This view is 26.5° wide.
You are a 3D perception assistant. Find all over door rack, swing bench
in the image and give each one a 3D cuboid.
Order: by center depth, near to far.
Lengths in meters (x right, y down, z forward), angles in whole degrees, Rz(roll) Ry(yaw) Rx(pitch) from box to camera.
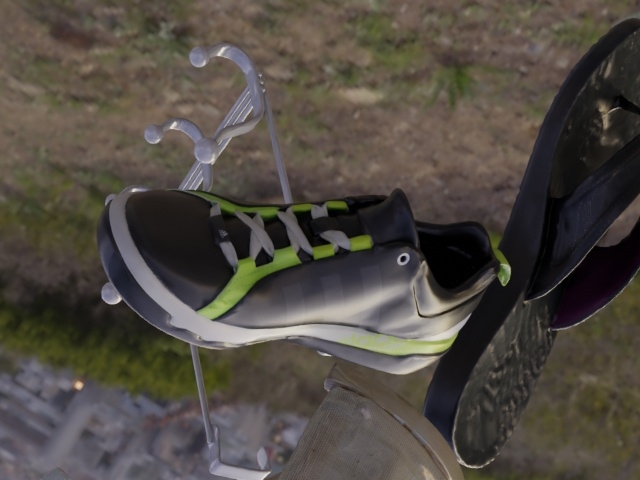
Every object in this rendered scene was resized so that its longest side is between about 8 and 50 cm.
[{"bbox_3d":[-0.011,0.277,1.032,0.165,0.253,0.255,33,139,-1],"label":"swing bench"},{"bbox_3d":[-0.094,0.021,1.197,0.239,0.108,0.324,-51,54,44],"label":"over door rack"}]

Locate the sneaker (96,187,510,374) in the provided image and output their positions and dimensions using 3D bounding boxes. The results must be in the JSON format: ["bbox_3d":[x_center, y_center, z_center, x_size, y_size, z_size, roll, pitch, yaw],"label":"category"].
[{"bbox_3d":[0.000,0.000,0.677,0.234,0.084,0.097,12,132,-41],"label":"sneaker"}]

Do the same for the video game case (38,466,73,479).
[{"bbox_3d":[-0.175,0.183,0.680,0.019,0.157,0.143,46,166,15],"label":"video game case"}]

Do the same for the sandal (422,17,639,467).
[{"bbox_3d":[0.242,0.012,1.258,0.107,0.446,0.167,21,175,36],"label":"sandal"}]
